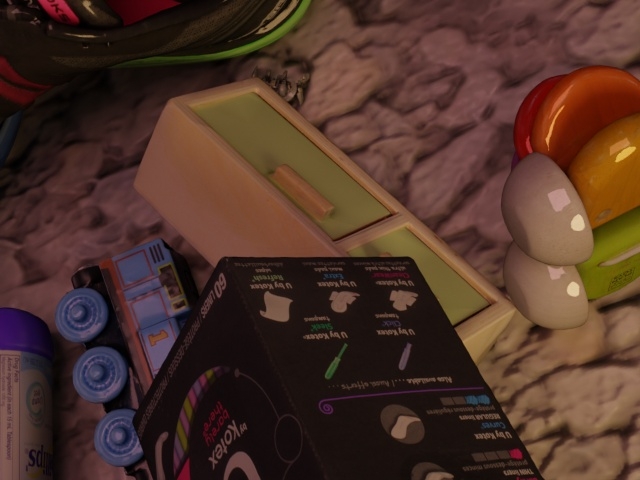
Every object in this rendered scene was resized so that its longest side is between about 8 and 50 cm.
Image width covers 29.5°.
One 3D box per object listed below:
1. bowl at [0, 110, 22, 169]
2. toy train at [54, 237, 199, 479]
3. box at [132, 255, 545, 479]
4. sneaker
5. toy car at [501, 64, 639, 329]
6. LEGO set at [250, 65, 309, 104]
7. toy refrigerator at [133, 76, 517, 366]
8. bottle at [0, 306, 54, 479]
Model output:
[{"bbox_3d":[-0.429,-0.143,1.000,0.391,0.077,0.391,0,77,-1],"label":"bowl"},{"bbox_3d":[-0.127,0.093,0.911,0.105,0.080,0.184,-23,72,3],"label":"toy train"},{"bbox_3d":[0.019,0.157,0.683,0.165,0.143,0.270,-60,44,36],"label":"box"},{"bbox_3d":[-0.225,-0.173,0.868,0.482,0.202,0.185,-26,81,-11],"label":"sneaker"},{"bbox_3d":[0.182,-0.040,0.811,0.159,0.182,0.136,-26,54,-9],"label":"toy car"},{"bbox_3d":[-0.046,-0.110,0.961,0.054,0.023,0.083,41,91,19],"label":"LEGO set"},{"bbox_3d":[0.000,0.000,0.865,0.269,0.102,0.094,44,128,20],"label":"toy refrigerator"},{"bbox_3d":[-0.243,0.195,0.896,0.092,0.118,0.283,-4,76,-1],"label":"bottle"}]
